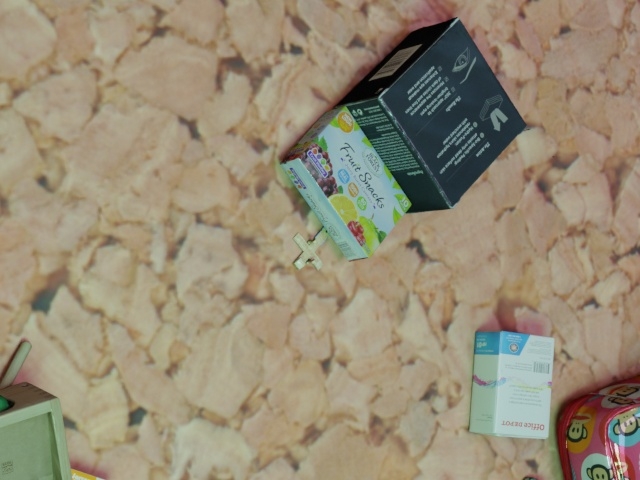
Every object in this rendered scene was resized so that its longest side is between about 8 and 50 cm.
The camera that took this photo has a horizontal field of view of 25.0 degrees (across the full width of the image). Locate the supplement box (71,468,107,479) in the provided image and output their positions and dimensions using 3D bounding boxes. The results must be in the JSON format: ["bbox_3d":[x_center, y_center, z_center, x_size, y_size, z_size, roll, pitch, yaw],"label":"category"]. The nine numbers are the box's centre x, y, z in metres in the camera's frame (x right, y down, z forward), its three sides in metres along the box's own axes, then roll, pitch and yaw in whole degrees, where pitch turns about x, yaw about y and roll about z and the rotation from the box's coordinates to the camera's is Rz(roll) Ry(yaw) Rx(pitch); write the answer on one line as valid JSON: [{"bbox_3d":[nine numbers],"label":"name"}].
[{"bbox_3d":[-0.240,0.274,1.395,0.062,0.036,0.098,25,73,-32],"label":"supplement box"}]

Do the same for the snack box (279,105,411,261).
[{"bbox_3d":[0.030,-0.062,1.596,0.141,0.037,0.100,55,50,-20],"label":"snack box"}]

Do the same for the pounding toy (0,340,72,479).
[{"bbox_3d":[-0.298,0.184,1.337,0.130,0.100,0.141,-16,107,-34],"label":"pounding toy"}]

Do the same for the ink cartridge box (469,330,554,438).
[{"bbox_3d":[0.228,0.173,1.717,0.088,0.052,0.123,10,80,-34],"label":"ink cartridge box"}]

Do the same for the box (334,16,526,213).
[{"bbox_3d":[0.126,-0.140,1.641,0.156,0.093,0.158,-46,111,-28],"label":"box"}]

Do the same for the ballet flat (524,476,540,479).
[{"bbox_3d":[0.276,0.341,1.749,0.041,0.041,0.114,-30,104,-32],"label":"ballet flat"}]

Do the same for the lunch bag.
[{"bbox_3d":[0.441,0.298,1.817,0.293,0.120,0.258,-14,96,-35],"label":"lunch bag"}]

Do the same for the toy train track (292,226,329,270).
[{"bbox_3d":[0.000,0.000,1.593,0.048,0.014,0.083,52,61,-21],"label":"toy train track"}]
